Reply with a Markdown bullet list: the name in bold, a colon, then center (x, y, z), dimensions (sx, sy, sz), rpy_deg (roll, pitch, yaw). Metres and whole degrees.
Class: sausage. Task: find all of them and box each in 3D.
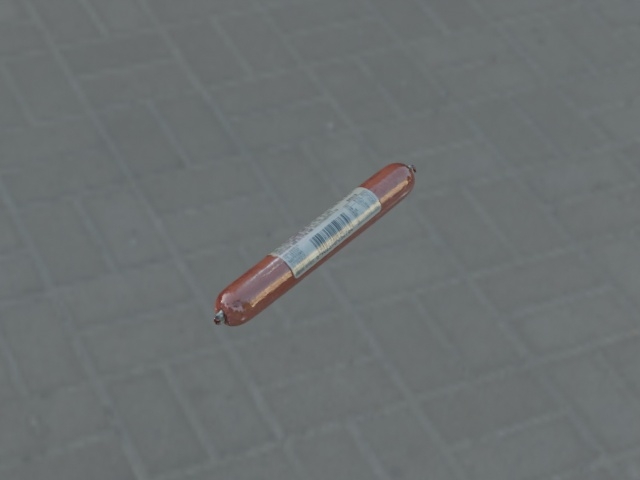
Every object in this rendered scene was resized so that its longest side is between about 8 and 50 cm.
- **sausage**: center (0.000, 0.000, 1.146), dimensions (0.029, 0.029, 0.223), rpy_deg (31, 48, 26)
